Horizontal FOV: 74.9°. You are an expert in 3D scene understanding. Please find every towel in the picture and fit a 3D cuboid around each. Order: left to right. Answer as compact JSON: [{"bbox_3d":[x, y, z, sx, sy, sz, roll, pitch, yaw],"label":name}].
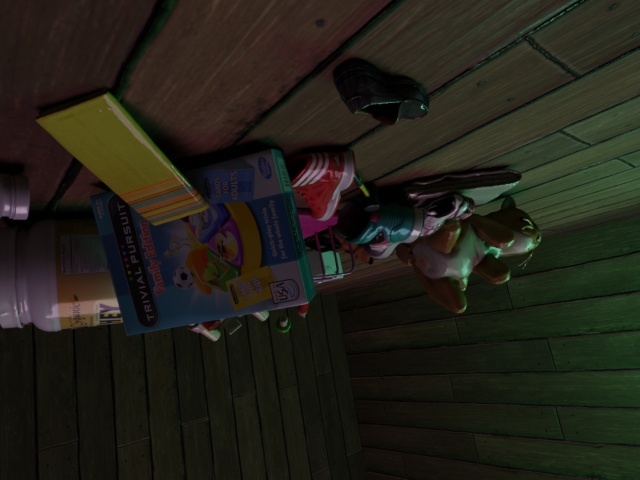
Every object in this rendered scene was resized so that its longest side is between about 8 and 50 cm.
[{"bbox_3d":[-0.255,-0.101,0.578,0.102,0.021,0.237,-16,147,8],"label":"towel"},{"bbox_3d":[0.331,-0.120,1.062,0.283,0.049,0.187,-7,170,-6],"label":"towel"}]

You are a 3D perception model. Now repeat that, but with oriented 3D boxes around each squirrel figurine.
[{"bbox_3d":[0.442,-0.011,1.282,0.371,0.280,0.397,-22,-163,-18],"label":"squirrel figurine"}]

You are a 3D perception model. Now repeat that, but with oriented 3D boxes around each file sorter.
[{"bbox_3d":[-0.073,0.043,1.184,0.202,0.182,0.291,0,165,-39],"label":"file sorter"}]

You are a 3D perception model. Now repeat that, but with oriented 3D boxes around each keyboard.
[{"bbox_3d":[0.000,0.000,1.346,0.100,0.038,0.192,24,166,-15],"label":"keyboard"}]

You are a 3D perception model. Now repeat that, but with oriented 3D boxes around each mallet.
[{"bbox_3d":[0.087,-0.109,0.882,0.039,0.062,0.190,-14,167,17],"label":"mallet"}]

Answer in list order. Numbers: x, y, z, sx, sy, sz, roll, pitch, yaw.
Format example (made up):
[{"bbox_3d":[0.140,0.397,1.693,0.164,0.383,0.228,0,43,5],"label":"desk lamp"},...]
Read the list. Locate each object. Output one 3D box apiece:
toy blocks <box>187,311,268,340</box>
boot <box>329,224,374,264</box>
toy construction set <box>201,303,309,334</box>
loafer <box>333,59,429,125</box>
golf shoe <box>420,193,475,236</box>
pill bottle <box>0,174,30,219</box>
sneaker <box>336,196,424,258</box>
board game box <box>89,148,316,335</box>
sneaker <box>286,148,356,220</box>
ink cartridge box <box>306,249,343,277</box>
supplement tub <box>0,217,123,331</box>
[{"bbox_3d":[-0.368,0.151,1.515,0.289,0.308,0.260,-26,130,18],"label":"toy blocks"},{"bbox_3d":[0.107,0.029,1.336,0.152,0.072,0.197,33,175,15],"label":"boot"},{"bbox_3d":[-0.185,0.148,1.068,0.309,0.257,0.237,20,152,4],"label":"toy construction set"},{"bbox_3d":[0.088,-0.179,0.554,0.170,0.061,0.062,-1,164,-39],"label":"loafer"},{"bbox_3d":[0.274,-0.065,1.017,0.086,0.067,0.186,12,150,-36],"label":"golf shoe"},{"bbox_3d":[-0.500,-0.064,0.573,0.160,0.087,0.087,1,164,-42],"label":"pill bottle"},{"bbox_3d":[0.123,-0.026,1.086,0.179,0.123,0.295,12,162,-11],"label":"sneaker"},{"bbox_3d":[-0.201,0.009,0.722,0.336,0.253,0.079,-12,-176,11],"label":"board game box"},{"bbox_3d":[-0.024,-0.108,0.805,0.128,0.086,0.221,3,153,-15],"label":"sneaker"},{"bbox_3d":[-0.069,0.121,1.726,0.273,0.114,0.197,-13,167,22],"label":"ink cartridge box"},{"bbox_3d":[-0.468,0.065,0.870,0.317,0.228,0.228,-3,167,-30],"label":"supplement tub"}]
